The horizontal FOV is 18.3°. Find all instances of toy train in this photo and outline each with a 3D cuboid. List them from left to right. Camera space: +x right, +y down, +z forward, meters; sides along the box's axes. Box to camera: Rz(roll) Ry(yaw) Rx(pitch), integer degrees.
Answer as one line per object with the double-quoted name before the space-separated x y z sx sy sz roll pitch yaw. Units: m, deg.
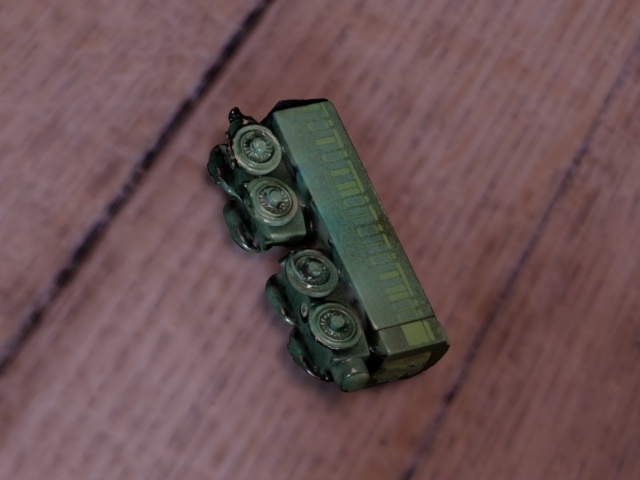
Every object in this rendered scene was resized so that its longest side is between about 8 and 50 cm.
"toy train" 0.000 0.000 0.893 0.071 0.038 0.148 -11 64 -32
